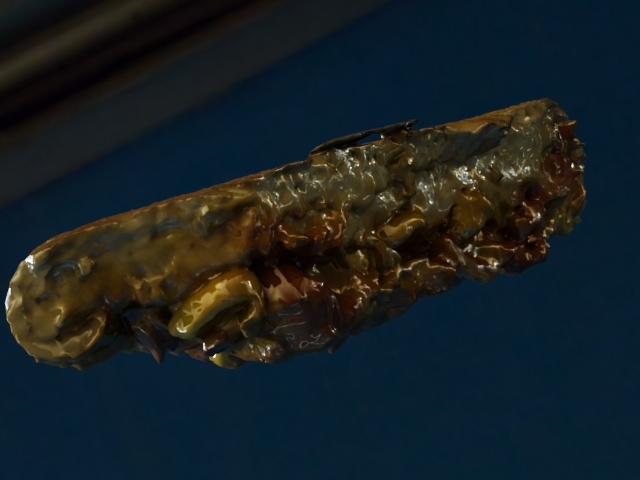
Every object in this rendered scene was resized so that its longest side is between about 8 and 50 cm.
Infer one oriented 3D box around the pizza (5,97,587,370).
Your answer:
[{"bbox_3d":[0.002,0.002,0.547,0.127,0.058,0.246,-18,-179,35],"label":"pizza"}]
